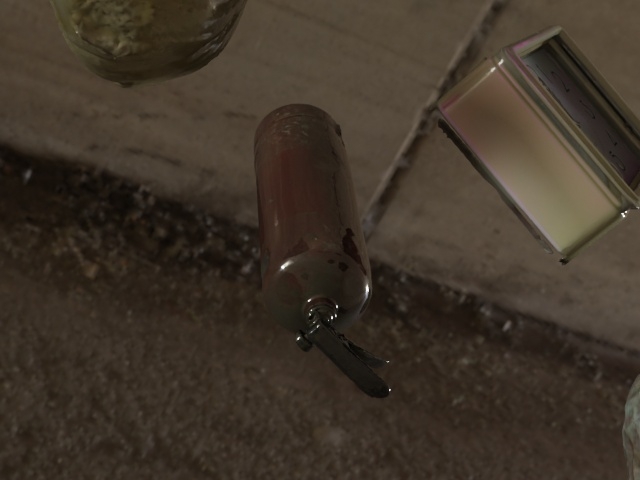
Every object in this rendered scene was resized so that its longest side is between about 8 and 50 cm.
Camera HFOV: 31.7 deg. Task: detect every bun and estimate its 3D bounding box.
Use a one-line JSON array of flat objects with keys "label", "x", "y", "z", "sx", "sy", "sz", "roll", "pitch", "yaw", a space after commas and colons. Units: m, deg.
[{"label": "bun", "x": -0.096, "y": -0.182, "z": 0.687, "sx": 0.113, "sy": 0.173, "sz": 0.166, "roll": -4, "pitch": 8, "yaw": 9}]

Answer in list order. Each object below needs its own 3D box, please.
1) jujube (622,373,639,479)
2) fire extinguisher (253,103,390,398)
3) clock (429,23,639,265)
[{"label": "jujube", "x": 0.413, "y": 0.252, "z": 1.113, "sx": 0.226, "sy": 0.226, "sz": 0.317, "roll": 16, "pitch": 54, "yaw": -27}, {"label": "fire extinguisher", "x": 0.000, "y": 0.000, "z": 0.772, "sx": 0.089, "sy": 0.072, "sz": 0.267, "roll": 38, "pitch": 22, "yaw": -25}, {"label": "clock", "x": 0.174, "y": -0.079, "z": 0.829, "sx": 0.147, "sy": 0.071, "sz": 0.192, "roll": 51, "pitch": 28, "yaw": 3}]
